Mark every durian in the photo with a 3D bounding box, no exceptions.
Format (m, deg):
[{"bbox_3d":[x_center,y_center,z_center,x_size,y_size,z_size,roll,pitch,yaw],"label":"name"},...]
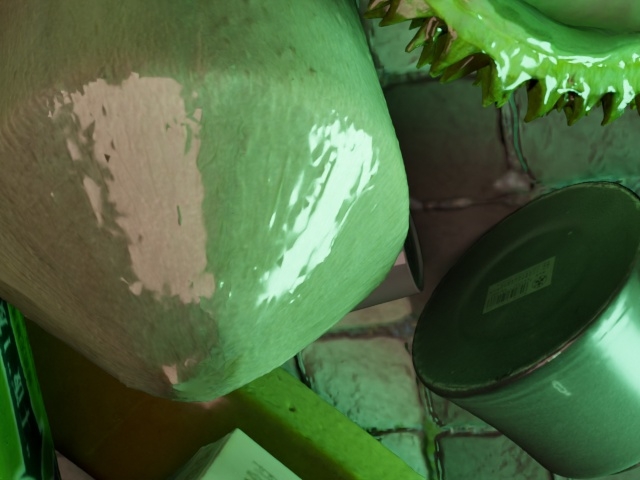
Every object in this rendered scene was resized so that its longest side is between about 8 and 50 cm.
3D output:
[{"bbox_3d":[0.080,-0.213,0.573,0.198,0.163,0.394,-19,109,15],"label":"durian"}]

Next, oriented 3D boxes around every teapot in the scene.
[{"bbox_3d":[0.166,0.072,0.685,0.239,0.162,0.149,-18,121,48],"label":"teapot"}]

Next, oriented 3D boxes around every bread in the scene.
[{"bbox_3d":[-0.108,0.113,0.810,0.361,0.077,0.138,38,118,-5],"label":"bread"}]

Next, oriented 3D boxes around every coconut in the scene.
[{"bbox_3d":[-0.076,-0.040,0.616,0.237,0.266,0.237,-10,143,-7],"label":"coconut"}]

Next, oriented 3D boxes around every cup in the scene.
[{"bbox_3d":[0.000,0.000,0.745,0.116,0.074,0.104,-13,81,15],"label":"cup"}]

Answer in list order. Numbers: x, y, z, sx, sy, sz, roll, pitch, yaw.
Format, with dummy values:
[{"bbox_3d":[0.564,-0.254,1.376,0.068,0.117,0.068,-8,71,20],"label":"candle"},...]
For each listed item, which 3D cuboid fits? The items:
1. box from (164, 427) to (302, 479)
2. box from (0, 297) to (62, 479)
[{"bbox_3d":[-0.066,0.258,0.800,0.204,0.051,0.365,40,141,-6],"label":"box"},{"bbox_3d":[-0.219,0.108,0.697,0.097,0.134,0.346,-8,109,1],"label":"box"}]
